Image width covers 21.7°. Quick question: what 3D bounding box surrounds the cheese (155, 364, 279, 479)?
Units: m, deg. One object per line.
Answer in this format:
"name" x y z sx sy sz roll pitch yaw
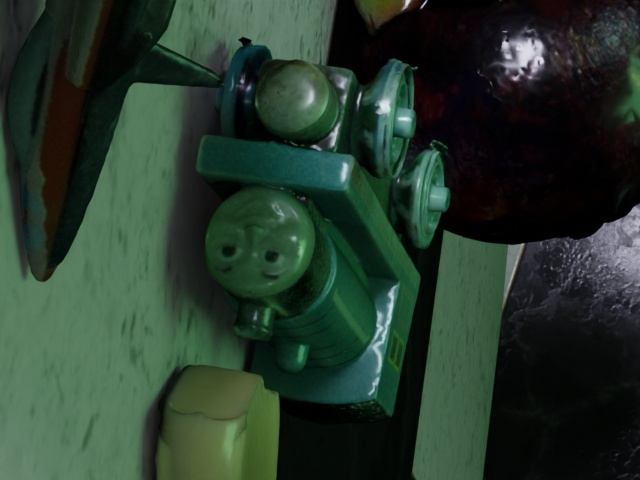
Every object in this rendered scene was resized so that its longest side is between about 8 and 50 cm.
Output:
"cheese" -0.058 0.188 0.990 0.127 0.050 0.255 -64 156 -62

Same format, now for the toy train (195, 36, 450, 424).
"toy train" 0.000 0.000 1.036 0.298 0.120 0.194 54 47 -71

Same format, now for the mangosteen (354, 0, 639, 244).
"mangosteen" 0.160 -0.143 1.336 0.311 0.311 0.311 4 90 -77

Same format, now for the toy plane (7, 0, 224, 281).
"toy plane" -0.071 -0.133 0.680 0.223 0.104 0.326 -134 -132 -57
